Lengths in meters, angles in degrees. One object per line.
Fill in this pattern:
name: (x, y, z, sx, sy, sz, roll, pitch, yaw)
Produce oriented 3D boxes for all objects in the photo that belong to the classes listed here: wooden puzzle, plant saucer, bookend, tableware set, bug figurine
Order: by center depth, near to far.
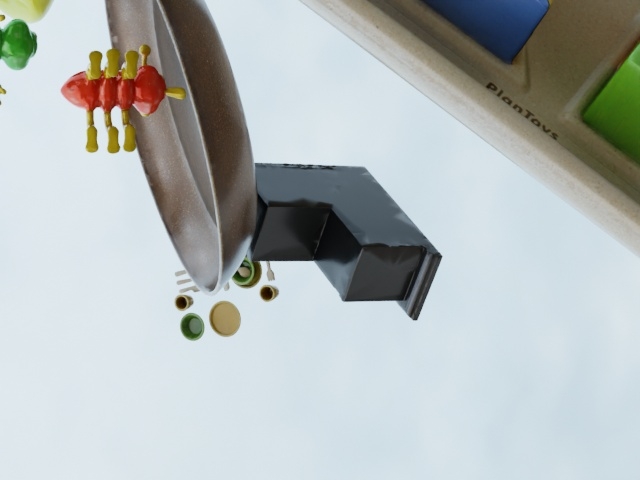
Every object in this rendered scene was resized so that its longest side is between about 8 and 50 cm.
wooden puzzle: (0.165, -0.146, 0.795, 0.322, 0.080, 0.348, 37, -136, 5)
bug figurine: (-0.210, -0.216, 1.239, 0.216, 0.072, 0.279, 1, -68, -16)
plant saucer: (-0.115, -0.108, 1.265, 0.050, 0.310, 0.311, -17, -73, -16)
bookend: (0.000, 0.000, 1.365, 0.156, 0.157, 0.072, 0, -57, -32)
tableware set: (-0.123, 0.073, 1.952, 0.024, 0.154, 0.104, -11, -93, -64)

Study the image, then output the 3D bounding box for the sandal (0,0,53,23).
sandal: (-0.318, -0.380, 1.498, 0.138, 0.126, 0.317, -35, -71, -30)
